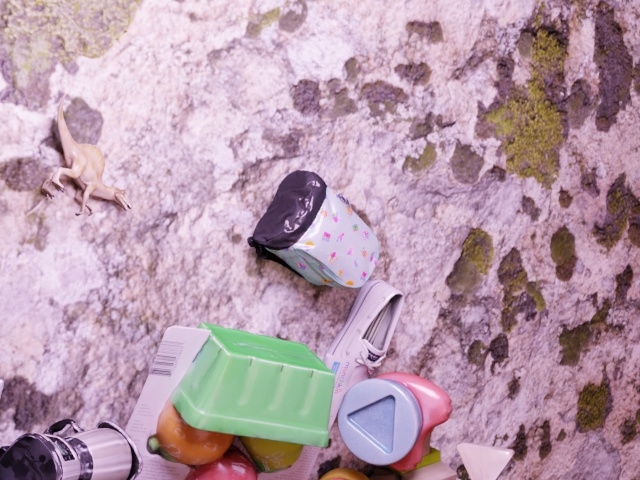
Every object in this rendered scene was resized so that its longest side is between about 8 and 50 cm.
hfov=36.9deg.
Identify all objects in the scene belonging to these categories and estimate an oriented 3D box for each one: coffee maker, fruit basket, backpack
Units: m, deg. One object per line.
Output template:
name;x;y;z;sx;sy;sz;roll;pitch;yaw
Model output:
coffee maker;-0.335;0.319;1.221;0.178;0.120;0.171;14;94;-65
fruit basket;-0.143;0.300;1.396;0.327;0.165;0.353;15;109;-32
backpack;0.000;0.000;1.436;0.182;0.115;0.152;45;71;-35

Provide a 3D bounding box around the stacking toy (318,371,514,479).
stacking toy;0.117;0.374;1.454;0.130;0.279;0.309;-1;114;-65

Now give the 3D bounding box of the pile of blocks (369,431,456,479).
pile of blocks;0.175;0.425;1.594;0.112;0.149;0.362;-10;82;-31

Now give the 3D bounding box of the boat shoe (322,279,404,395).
boat shoe;0.066;0.172;1.539;0.083;0.075;0.226;19;88;-36

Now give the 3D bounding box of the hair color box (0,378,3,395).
hair color box;-0.497;0.323;1.079;0.185;0.113;0.375;15;77;-18

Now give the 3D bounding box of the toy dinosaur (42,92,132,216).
toy dinosaur;-0.318;-0.095;1.244;0.093;0.053;0.183;-55;133;-32

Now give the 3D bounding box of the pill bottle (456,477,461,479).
pill bottle;0.191;0.505;1.673;0.108;0.108;0.194;22;86;-36
